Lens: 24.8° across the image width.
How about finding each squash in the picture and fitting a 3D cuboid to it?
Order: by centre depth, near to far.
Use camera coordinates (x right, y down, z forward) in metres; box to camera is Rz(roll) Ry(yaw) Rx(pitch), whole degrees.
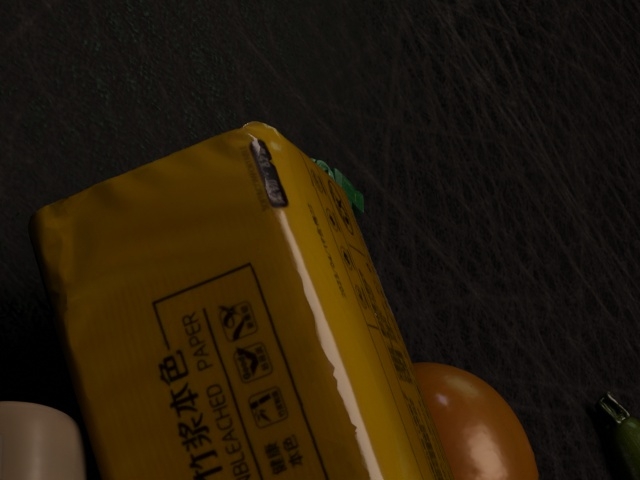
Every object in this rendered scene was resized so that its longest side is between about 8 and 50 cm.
[{"bbox_3d":[0.411,0.331,1.747,0.080,0.071,0.318,10,58,-48],"label":"squash"}]

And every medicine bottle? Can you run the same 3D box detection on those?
[{"bbox_3d":[-0.213,0.240,0.976,0.114,0.114,0.252,25,47,-41],"label":"medicine bottle"}]

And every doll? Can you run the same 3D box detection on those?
[{"bbox_3d":[0.111,0.219,1.347,0.236,0.213,0.213,16,52,-63],"label":"doll"}]

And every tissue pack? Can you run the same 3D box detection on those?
[{"bbox_3d":[-0.040,0.140,1.121,0.293,0.228,0.381,39,29,-74],"label":"tissue pack"}]

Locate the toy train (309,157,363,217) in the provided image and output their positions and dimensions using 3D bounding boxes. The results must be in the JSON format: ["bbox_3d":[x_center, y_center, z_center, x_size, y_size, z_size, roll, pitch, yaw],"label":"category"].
[{"bbox_3d":[0.000,0.000,1.475,0.104,0.071,0.178,42,35,-42],"label":"toy train"}]
